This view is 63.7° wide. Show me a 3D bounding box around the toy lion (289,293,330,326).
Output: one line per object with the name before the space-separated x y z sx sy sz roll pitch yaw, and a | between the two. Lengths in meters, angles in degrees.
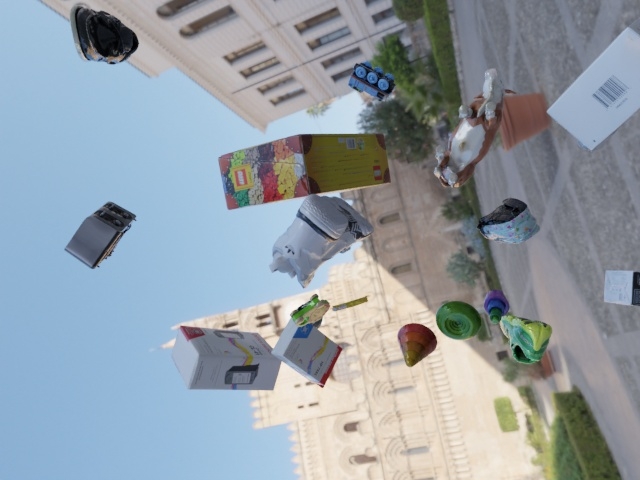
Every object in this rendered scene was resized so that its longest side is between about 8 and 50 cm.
toy lion | -0.021 0.179 1.272 0.034 0.100 0.096 48 168 29

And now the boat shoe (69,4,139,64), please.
boat shoe | -0.515 -0.496 1.262 0.340 0.113 0.127 -129 35 -76

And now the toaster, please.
toaster | -0.661 -0.015 1.551 0.110 0.185 0.168 37 -165 -13

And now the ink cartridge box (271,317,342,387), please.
ink cartridge box | -0.024 0.358 1.613 0.231 0.078 0.134 41 -116 -24

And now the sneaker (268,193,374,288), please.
sneaker | 0.000 0.000 1.318 0.137 0.210 0.366 44 -165 17

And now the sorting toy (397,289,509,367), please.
sorting toy | 0.354 0.262 1.423 0.127 0.366 0.126 50 -147 -8

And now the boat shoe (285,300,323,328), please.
boat shoe | -0.050 0.308 2.091 0.116 0.099 0.319 30 -154 10

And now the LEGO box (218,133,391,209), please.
LEGO box | -0.042 -0.249 1.828 0.500 0.373 0.193 -15 -83 -51

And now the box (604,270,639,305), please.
box | 0.905 0.130 1.305 0.169 0.290 0.087 22 -107 -81

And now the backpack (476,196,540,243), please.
backpack | 0.608 -0.058 1.642 0.115 0.152 0.182 48 173 -9

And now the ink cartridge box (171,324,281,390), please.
ink cartridge box | -0.319 0.398 1.740 0.306 0.226 0.131 10 -79 -33

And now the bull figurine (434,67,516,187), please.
bull figurine | 0.375 -0.268 1.264 0.188 0.101 0.310 -14 -52 -61

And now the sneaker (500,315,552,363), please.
sneaker | 0.569 0.282 1.464 0.295 0.110 0.123 33 -110 -77

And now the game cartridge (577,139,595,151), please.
game cartridge | 0.792 -0.370 1.336 0.062 0.297 0.198 39 -150 19

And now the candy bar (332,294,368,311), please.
candy bar | 0.125 0.270 2.191 0.018 0.162 0.040 -110 7 -47

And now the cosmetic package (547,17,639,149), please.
cosmetic package | 0.656 -0.352 1.135 0.138 0.224 0.225 46 -134 10

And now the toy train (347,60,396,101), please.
toy train | 0.196 -0.596 1.942 0.080 0.184 0.105 -51 -11 -39
